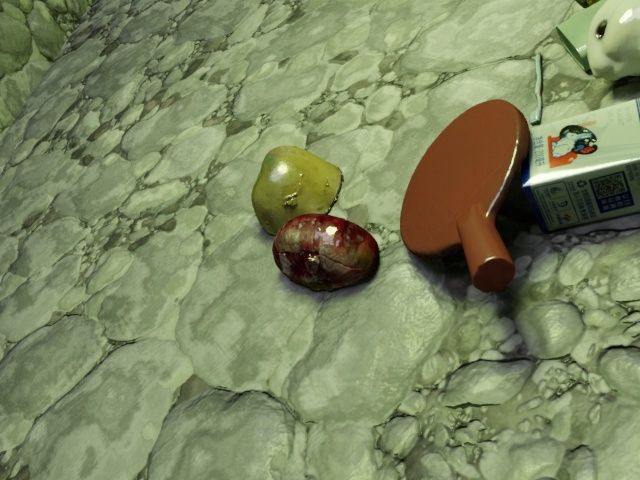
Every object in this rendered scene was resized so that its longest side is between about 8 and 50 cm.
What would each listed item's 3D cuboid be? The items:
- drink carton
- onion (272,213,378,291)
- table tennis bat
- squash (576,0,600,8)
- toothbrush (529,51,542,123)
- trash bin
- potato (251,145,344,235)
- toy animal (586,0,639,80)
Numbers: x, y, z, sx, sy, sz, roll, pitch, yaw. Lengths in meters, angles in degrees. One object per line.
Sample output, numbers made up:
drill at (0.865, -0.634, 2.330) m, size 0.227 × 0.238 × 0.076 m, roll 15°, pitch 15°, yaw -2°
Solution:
drink carton at (0.444, -0.118, 1.023) m, size 0.315 × 0.106 × 0.131 m, roll -13°, pitch 45°, yaw 26°
onion at (0.000, 0.000, 1.253) m, size 0.206 × 0.098 × 0.151 m, roll -5°, pitch 49°, yaw 35°
table tennis bat at (0.214, -0.068, 1.101) m, size 0.268 × 0.051 × 0.415 m, roll -49°, pitch 21°, yaw 25°
squash at (0.520, -0.489, 1.344) m, size 0.123 × 0.123 × 0.187 m, roll 17°, pitch 65°, yaw 47°
toothbrush at (0.381, -0.271, 1.305) m, size 0.019 × 0.013 × 0.193 m, roll -18°, pitch 41°, yaw 36°
trash bin at (0.490, -0.362, 1.277) m, size 0.130 × 0.059 × 0.116 m, roll -28°, pitch 39°, yaw 13°
potato at (-0.064, -0.118, 1.416) m, size 0.182 × 0.117 × 0.202 m, roll -12°, pitch 45°, yaw 33°
toy animal at (0.561, -0.329, 1.069) m, size 0.357 × 0.194 × 0.258 m, roll 21°, pitch 110°, yaw 49°
